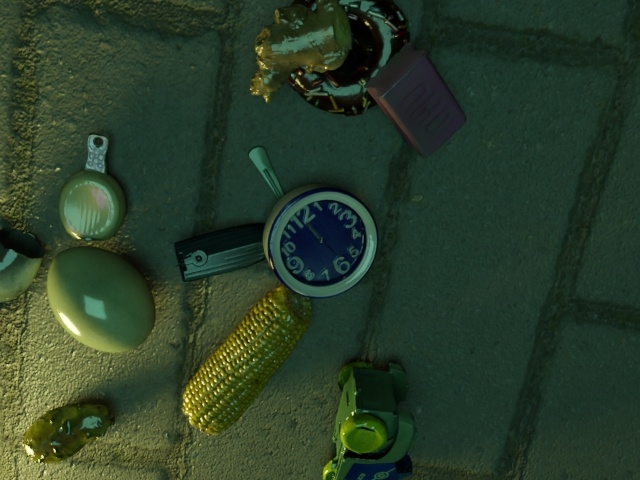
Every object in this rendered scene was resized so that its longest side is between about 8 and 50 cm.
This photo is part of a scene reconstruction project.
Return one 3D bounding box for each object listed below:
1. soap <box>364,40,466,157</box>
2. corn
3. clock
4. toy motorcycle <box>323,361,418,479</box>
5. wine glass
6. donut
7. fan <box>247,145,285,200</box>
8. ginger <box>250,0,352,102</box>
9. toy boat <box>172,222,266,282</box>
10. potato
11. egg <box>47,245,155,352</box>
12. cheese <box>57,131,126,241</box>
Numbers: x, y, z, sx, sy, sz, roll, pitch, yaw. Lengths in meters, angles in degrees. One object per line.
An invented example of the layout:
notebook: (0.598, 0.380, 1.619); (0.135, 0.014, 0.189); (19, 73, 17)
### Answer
soap: (0.185, -0.262, 1.257); (0.122, 0.065, 0.203); (-44, 135, 6)
corn: (-0.163, 0.265, 1.430); (0.144, 0.144, 0.387); (37, 105, -9)
clock: (0.000, 0.000, 1.354); (0.231, 0.083, 0.230); (-4, 106, -13)
toy motorcycle: (0.120, 0.444, 1.469); (0.200, 0.191, 0.326); (6, 121, -4)
wine glass: (-0.688, 0.094, 1.398); (0.126, 0.126, 0.241); (36, 103, -9)
donut: (0.045, -0.370, 1.264); (0.270, 0.103, 0.269); (1, 105, 2)
fan: (-0.092, -0.110, 1.384); (0.038, 0.016, 0.193); (-28, 103, 6)
ginger: (-0.048, -0.349, 1.185); (0.213, 0.074, 0.137); (-23, 102, 14)
toy boat: (-0.189, 0.019, 1.393); (0.246, 0.103, 0.092); (-15, 92, -9)
potato: (-0.578, 0.435, 1.511); (0.226, 0.090, 0.117); (-27, 104, 9)
egg: (-0.452, 0.121, 1.367); (0.187, 0.186, 0.253); (-37, 105, 11)
cheese: (-0.468, -0.111, 1.366); (0.137, 0.064, 0.227); (9, 107, -5)
